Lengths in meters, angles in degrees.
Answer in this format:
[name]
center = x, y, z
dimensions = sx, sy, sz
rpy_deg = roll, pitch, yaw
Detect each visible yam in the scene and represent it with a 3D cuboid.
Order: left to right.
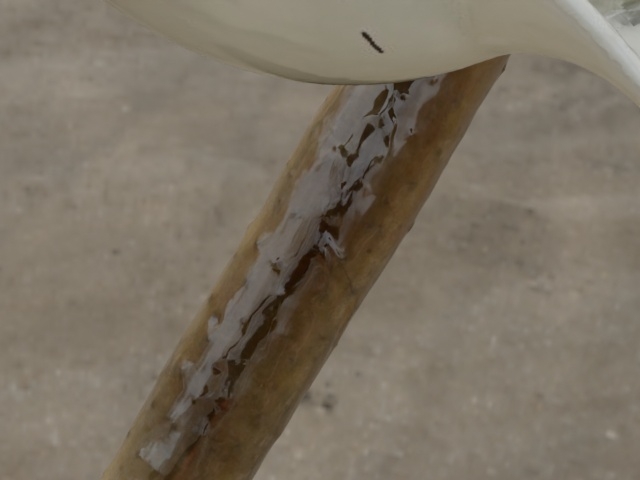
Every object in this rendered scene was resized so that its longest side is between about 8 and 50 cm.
[yam]
center = 0.000, 0.000, 0.543
dimensions = 0.046, 0.264, 0.046
rpy_deg = 31, 10, -6

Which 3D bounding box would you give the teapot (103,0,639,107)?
[teapot]
center = 0.004, -0.152, 0.365
dimensions = 0.208, 0.300, 0.166
rpy_deg = -35, 34, -9
